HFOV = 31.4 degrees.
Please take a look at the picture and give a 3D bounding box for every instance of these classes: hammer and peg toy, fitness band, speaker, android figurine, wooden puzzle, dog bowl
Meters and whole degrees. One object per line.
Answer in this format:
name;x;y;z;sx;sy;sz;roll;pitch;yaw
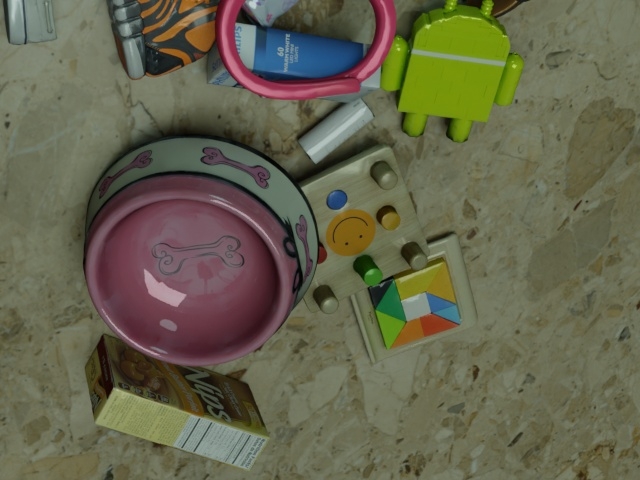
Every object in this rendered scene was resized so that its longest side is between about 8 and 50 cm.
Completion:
hammer and peg toy;0.000;0.000;2.041;0.361;0.127;0.266;-25;121;-5
fitness band;-0.021;-0.325;1.758;0.291;0.054;0.209;-7;105;-18
speaker;0.027;-0.195;1.992;0.136;0.055;0.055;-39;121;4
android figurine;0.228;-0.298;1.971;0.248;0.056;0.273;5;127;-6
wooden puzzle;0.184;0.119;2.212;0.238;0.044;0.221;-22;121;-7
dog bowl;-0.210;0.035;1.902;0.408;0.150;0.408;2;119;4

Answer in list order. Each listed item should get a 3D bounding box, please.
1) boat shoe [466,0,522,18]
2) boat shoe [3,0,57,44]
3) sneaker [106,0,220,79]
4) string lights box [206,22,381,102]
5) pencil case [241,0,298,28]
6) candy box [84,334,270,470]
boat shoe;0.345;-0.444;1.961;0.207;0.073;0.073;-36;162;9
boat shoe;-0.430;-0.421;1.705;0.088;0.096;0.267;-5;119;-20
sneaker;-0.246;-0.414;1.766;0.180;0.124;0.321;-17;131;-14
string lights box;-0.044;-0.288;1.867;0.259;0.133;0.077;6;84;-21
pencil case;-0.025;-0.458;1.808;0.273;0.113;0.124;-40;165;3
candy box;-0.263;0.296;2.075;0.316;0.183;0.087;22;108;-27
